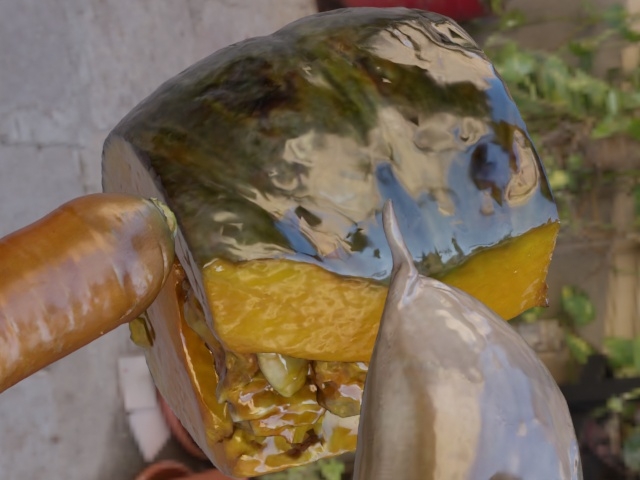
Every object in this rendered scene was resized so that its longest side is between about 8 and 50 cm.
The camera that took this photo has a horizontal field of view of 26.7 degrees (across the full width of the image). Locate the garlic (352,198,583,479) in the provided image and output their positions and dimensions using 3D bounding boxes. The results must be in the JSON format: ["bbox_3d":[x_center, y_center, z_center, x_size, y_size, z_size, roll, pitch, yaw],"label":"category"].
[{"bbox_3d":[0.050,0.071,0.440,0.084,0.066,0.152,35,60,-54],"label":"garlic"}]

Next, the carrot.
[{"bbox_3d":[-0.154,0.056,0.532,0.271,0.062,0.066,-39,99,-39],"label":"carrot"}]

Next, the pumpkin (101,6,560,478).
[{"bbox_3d":[0.000,0.000,0.832,0.303,0.226,0.256,95,-27,-48],"label":"pumpkin"}]
